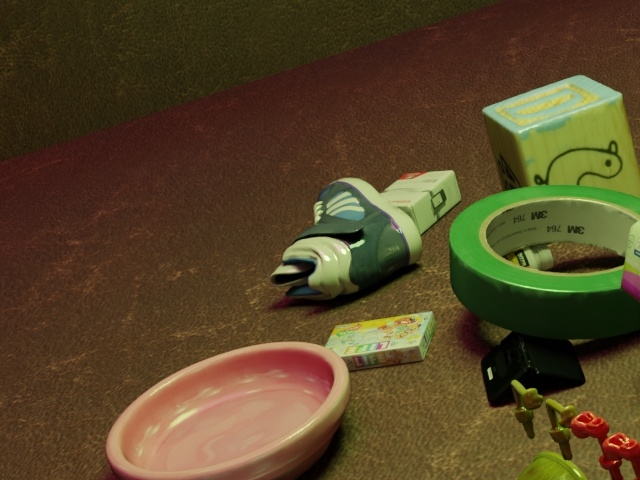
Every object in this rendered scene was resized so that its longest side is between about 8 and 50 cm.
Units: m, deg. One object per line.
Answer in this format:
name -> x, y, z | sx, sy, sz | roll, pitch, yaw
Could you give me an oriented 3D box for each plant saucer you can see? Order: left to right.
plant saucer -> -0.113, 0.247, 1.657 | 0.332, 0.084, 0.332 | -16, 21, 6

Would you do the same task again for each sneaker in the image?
sneaker -> 0.000, 0.001, 2.141 | 0.236, 0.130, 0.323 | -21, 25, -20

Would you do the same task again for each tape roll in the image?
tape roll -> 0.340, 0.023, 1.754 | 0.321, 0.077, 0.321 | -4, 27, 2

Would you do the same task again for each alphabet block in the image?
alphabet block -> 0.396, -0.137, 2.069 | 0.192, 0.197, 0.193 | -20, 19, -2

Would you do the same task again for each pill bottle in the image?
pill bottle -> 0.286, 0.039, 1.891 | 0.116, 0.065, 0.065 | -21, 20, -7

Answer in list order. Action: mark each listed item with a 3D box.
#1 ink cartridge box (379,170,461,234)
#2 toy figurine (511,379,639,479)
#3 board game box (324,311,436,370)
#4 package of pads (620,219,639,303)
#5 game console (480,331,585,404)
ink cartridge box -> 0.166, -0.067, 2.277 | 0.109, 0.063, 0.150 | 0, 27, 40
toy figurine -> 0.199, 0.289, 1.142 | 0.217, 0.191, 0.362 | -29, 21, -15
board game box -> 0.083, 0.148, 1.832 | 0.154, 0.026, 0.103 | -10, 22, 20
package of pads -> 0.509, 0.054, 1.431 | 0.296, 0.101, 0.229 | 7, 10, -2
game console -> 0.272, 0.169, 1.637 | 0.107, 0.071, 0.122 | -45, 13, 15
